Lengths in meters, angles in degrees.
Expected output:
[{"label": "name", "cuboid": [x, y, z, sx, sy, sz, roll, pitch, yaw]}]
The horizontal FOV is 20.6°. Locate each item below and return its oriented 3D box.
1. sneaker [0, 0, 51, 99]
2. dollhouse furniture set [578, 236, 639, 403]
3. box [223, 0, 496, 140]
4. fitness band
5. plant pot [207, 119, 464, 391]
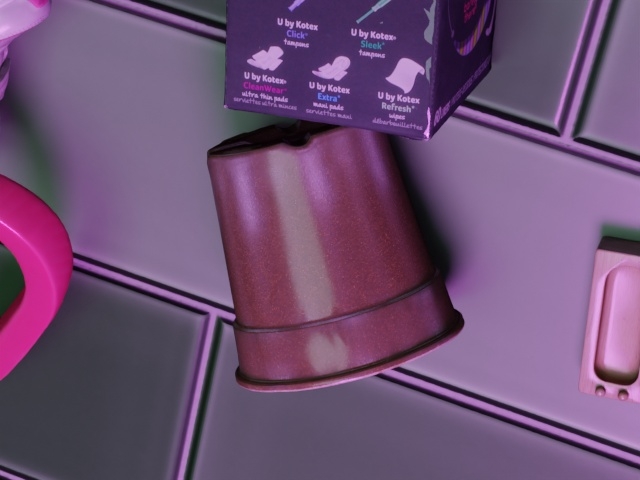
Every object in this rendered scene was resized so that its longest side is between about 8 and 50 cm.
[{"label": "sneaker", "cuboid": [-0.275, -0.109, 1.315, 0.252, 0.103, 0.111, -33, 103, 35]}, {"label": "dollhouse furniture set", "cuboid": [0.248, 0.072, 1.185, 0.151, 0.123, 0.144, 11, 116, 15]}, {"label": "box", "cuboid": [0.034, -0.221, 1.107, 0.143, 0.165, 0.270, 10, 116, 16]}, {"label": "fitness band", "cuboid": [-0.308, 0.023, 1.349, 0.209, 0.054, 0.291, 28, 141, -15]}, {"label": "plant pot", "cuboid": [0.000, 0.000, 1.231, 0.167, 0.167, 0.165, -11, 101, 24]}]
